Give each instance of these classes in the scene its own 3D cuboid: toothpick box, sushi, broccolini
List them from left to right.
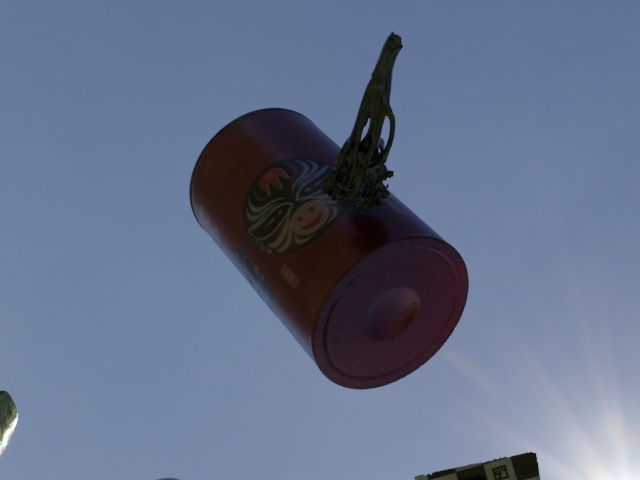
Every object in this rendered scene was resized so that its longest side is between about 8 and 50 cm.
[{"bbox_3d":[0.000,0.000,1.343,0.333,0.204,0.204,47,-47,47],"label":"toothpick box"},{"bbox_3d":[0.056,-0.112,1.144,0.058,0.074,0.201,37,-49,21],"label":"broccolini"},{"bbox_3d":[0.259,0.450,1.726,0.050,0.192,0.215,-96,174,-80],"label":"sushi"}]

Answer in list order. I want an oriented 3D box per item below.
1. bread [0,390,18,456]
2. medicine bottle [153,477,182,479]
[{"bbox_3d":[-0.458,0.248,1.436,0.129,0.114,0.111,10,-67,10],"label":"bread"},{"bbox_3d":[-0.131,0.380,1.212,0.237,0.139,0.139,40,-52,30],"label":"medicine bottle"}]
